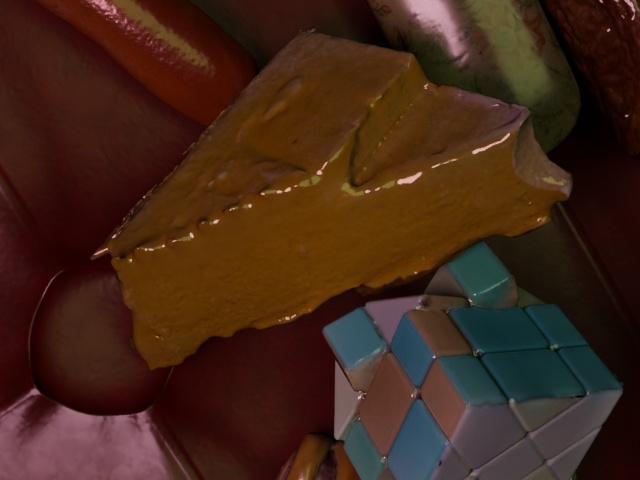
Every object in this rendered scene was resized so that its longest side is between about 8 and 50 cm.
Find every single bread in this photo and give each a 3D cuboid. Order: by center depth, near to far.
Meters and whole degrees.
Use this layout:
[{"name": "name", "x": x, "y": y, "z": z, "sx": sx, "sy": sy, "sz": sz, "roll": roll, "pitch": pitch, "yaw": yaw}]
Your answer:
[{"name": "bread", "x": 0.056, "y": 0.272, "z": 1.189, "sx": 0.225, "sy": 0.081, "sz": 0.134, "roll": 16, "pitch": 80, "yaw": -18}]

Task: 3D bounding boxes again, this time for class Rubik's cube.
[{"name": "Rubik's cube", "x": 0.139, "y": 0.129, "z": 1.129, "sx": 0.265, "sy": 0.213, "sz": 0.224, "roll": 1, "pitch": 127, "yaw": -30}]

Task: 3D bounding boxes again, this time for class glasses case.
[{"name": "glasses case", "x": 0.119, "y": -0.269, "z": 1.221, "sx": 0.156, "sy": 0.098, "sz": 0.425, "roll": -27, "pitch": 97, "yaw": 6}]

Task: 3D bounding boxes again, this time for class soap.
[{"name": "soap", "x": 0.000, "y": 0.000, "z": 1.061, "sx": 0.339, "sy": 0.304, "sz": 0.169, "roll": -50, "pitch": 133, "yaw": -16}]

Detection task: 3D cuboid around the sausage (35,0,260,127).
[{"name": "sausage", "x": -0.180, "y": -0.214, "z": 1.127, "sx": 0.300, "sy": 0.083, "sz": 0.089, "roll": 37, "pitch": 63, "yaw": -16}]

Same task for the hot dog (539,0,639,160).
[{"name": "hot dog", "x": 0.329, "y": -0.273, "z": 1.264, "sx": 0.267, "sy": 0.174, "sz": 0.388, "roll": -38, "pitch": 100, "yaw": -42}]

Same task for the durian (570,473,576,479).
[{"name": "durian", "x": 0.247, "y": 0.223, "z": 1.252, "sx": 0.086, "sy": 0.100, "sz": 0.216, "roll": 0, "pitch": 94, "yaw": -24}]
